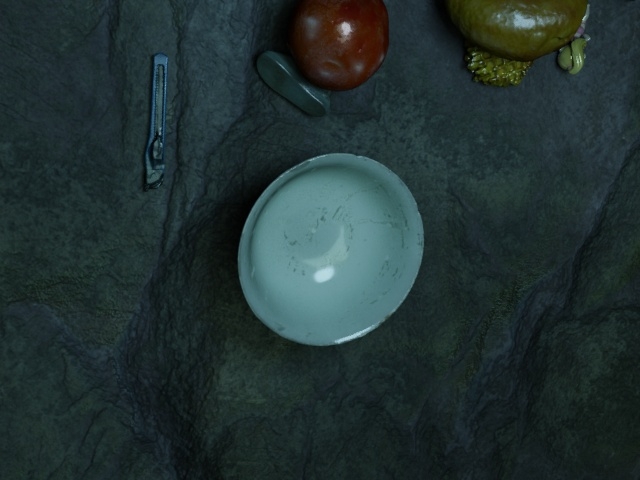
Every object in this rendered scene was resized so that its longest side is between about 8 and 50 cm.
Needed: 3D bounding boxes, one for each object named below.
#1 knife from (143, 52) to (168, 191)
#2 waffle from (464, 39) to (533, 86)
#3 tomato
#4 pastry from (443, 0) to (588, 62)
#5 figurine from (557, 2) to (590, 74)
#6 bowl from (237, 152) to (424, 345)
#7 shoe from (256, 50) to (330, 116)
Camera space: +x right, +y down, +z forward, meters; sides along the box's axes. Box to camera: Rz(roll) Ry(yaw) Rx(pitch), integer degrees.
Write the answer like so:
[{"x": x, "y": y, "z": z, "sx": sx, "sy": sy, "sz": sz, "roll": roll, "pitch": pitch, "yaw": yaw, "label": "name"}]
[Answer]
[{"x": -0.348, "y": -0.246, "z": 1.600, "sx": 0.044, "sy": 0.026, "sz": 0.297, "roll": 3, "pitch": 106, "yaw": -9, "label": "knife"}, {"x": 0.433, "y": -0.462, "z": 1.792, "sx": 0.197, "sy": 0.070, "sz": 0.193, "roll": 8, "pitch": 104, "yaw": -25, "label": "waffle"}, {"x": 0.046, "y": -0.426, "z": 1.579, "sx": 0.232, "sy": 0.188, "sz": 0.232, "roll": 2, "pitch": 87, "yaw": -42, "label": "tomato"}, {"x": 0.434, "y": -0.564, "z": 1.655, "sx": 0.355, "sy": 0.164, "sz": 0.356, "roll": 2, "pitch": 77, "yaw": -8, "label": "pastry"}, {"x": 0.626, "y": -0.498, "z": 1.850, "sx": 0.083, "sy": 0.083, "sz": 0.188, "roll": 12, "pitch": 93, "yaw": -23, "label": "figurine"}, {"x": 0.000, "y": 0.000, "z": 1.710, "sx": 0.434, "sy": 0.196, "sz": 0.435, "roll": -6, "pitch": 109, "yaw": -18, "label": "bowl"}, {"x": -0.051, "y": -0.355, "z": 1.658, "sx": 0.195, "sy": 0.079, "sz": 0.078, "roll": 39, "pitch": 55, "yaw": -18, "label": "shoe"}]
